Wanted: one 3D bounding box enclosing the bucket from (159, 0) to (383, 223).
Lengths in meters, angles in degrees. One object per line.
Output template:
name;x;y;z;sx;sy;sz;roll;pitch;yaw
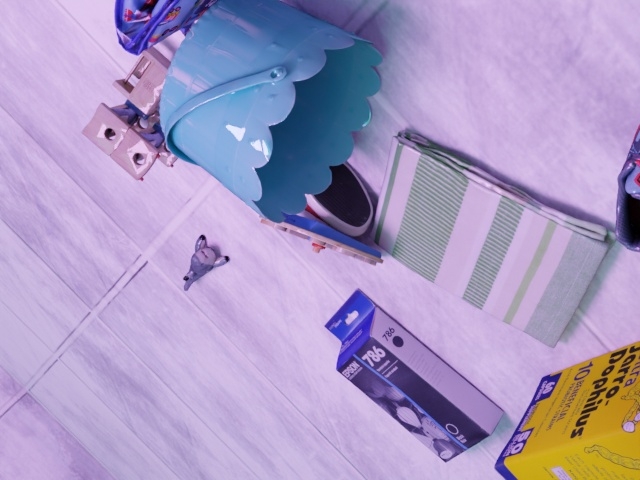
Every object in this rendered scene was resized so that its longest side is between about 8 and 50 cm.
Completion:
bucket;-0.067;-0.180;1.109;0.183;0.281;0.281;33;142;18

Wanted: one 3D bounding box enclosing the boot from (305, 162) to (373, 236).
boot;-0.037;-0.078;1.329;0.244;0.088;0.176;41;150;1

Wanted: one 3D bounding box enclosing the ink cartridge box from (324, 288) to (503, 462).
ink cartridge box;0.145;0.243;1.484;0.332;0.065;0.165;40;143;5

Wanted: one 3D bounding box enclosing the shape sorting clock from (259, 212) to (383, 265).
shape sorting clock;0.000;0.000;1.307;0.206;0.040;0.206;24;178;1

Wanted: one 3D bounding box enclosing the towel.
towel;0.228;-0.001;1.201;0.324;0.038;0.248;29;141;16

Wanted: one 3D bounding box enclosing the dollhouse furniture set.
dollhouse furniture set;-0.271;-0.215;1.393;0.129;0.129;0.184;41;113;1

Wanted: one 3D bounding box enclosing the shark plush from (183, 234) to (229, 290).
shark plush;-0.248;0.051;1.640;0.073;0.067;0.161;48;142;-8

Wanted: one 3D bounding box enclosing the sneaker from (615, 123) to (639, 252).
sneaker;0.382;-0.089;0.903;0.104;0.125;0.262;21;138;25

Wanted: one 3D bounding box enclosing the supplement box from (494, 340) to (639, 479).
supplement box;0.445;0.269;1.134;0.195;0.194;0.356;46;142;-4

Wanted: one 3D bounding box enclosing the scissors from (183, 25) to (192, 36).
scissors;-0.215;-0.334;1.287;0.109;0.021;0.297;8;132;33

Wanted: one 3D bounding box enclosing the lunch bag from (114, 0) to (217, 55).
lunch bag;-0.145;-0.362;1.029;0.138;0.221;0.293;42;143;2
